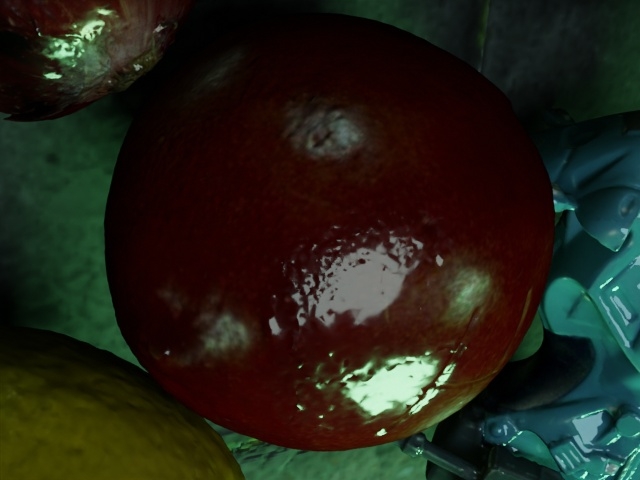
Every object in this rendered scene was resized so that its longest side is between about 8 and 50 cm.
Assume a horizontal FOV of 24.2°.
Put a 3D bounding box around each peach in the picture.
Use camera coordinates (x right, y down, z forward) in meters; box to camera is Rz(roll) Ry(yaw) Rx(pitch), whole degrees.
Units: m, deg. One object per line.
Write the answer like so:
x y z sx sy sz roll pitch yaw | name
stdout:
0.000 0.000 0.604 0.197 0.197 0.197 -13 123 -21 | peach

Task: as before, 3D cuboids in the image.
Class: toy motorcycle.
0.134 0.043 0.741 0.182 0.123 0.272 27 118 -2 | toy motorcycle

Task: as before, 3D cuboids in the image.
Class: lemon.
-0.130 0.129 0.612 0.256 0.188 0.188 28 104 -8 | lemon

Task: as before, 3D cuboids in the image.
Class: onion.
-0.101 -0.108 0.539 0.131 0.131 0.131 -13 123 -21 | onion
